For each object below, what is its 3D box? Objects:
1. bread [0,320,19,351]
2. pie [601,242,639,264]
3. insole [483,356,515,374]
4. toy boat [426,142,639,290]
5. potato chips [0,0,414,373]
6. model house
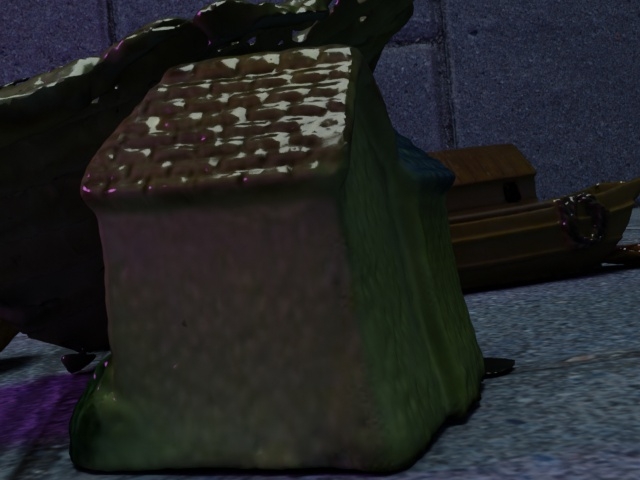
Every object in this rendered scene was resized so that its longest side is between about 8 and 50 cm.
[{"bbox_3d":[-0.392,0.025,0.753,0.340,0.194,0.179,-2,-1,-21],"label":"bread"},{"bbox_3d":[0.398,0.013,1.157,0.170,0.034,0.092,-5,-2,9],"label":"pie"},{"bbox_3d":[0.037,0.082,0.623,0.189,0.004,0.064,-4,4,34],"label":"insole"},{"bbox_3d":[0.167,-0.025,1.087,0.446,0.162,0.136,-6,0,-20],"label":"toy boat"},{"bbox_3d":[-0.101,-0.044,0.664,0.389,0.097,0.373,-20,-28,-18],"label":"potato chips"},{"bbox_3d":[-0.021,0.002,0.500,0.195,0.189,0.214,-3,5,23],"label":"model house"}]
